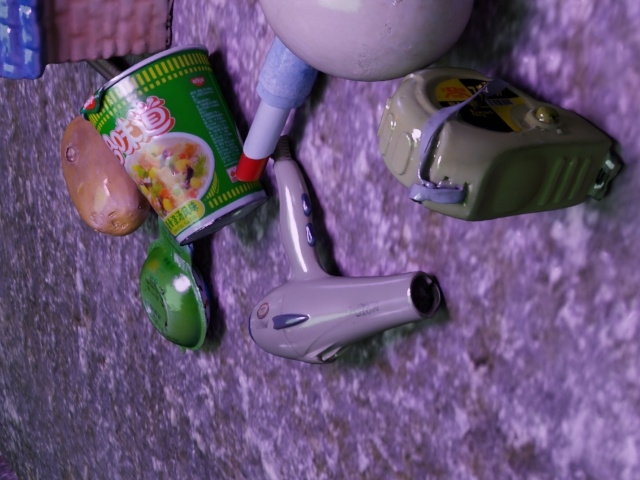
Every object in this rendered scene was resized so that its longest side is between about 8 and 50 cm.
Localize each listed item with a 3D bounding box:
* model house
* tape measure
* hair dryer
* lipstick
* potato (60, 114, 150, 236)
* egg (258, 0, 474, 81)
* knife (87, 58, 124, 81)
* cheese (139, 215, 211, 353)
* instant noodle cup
[{"bbox_3d":[-0.490,-0.486,1.279,0.445,0.399,0.395,38,136,38],"label":"model house"},{"bbox_3d":[0.141,-0.086,0.806,0.175,0.200,0.106,51,142,39],"label":"tape measure"},{"bbox_3d":[0.025,0.025,1.107,0.295,0.119,0.298,12,103,43],"label":"hair dryer"},{"bbox_3d":[-0.050,-0.182,1.098,0.061,0.068,0.274,50,134,27],"label":"lipstick"},{"bbox_3d":[-0.371,-0.115,1.516,0.150,0.146,0.234,-26,66,11],"label":"potato"},{"bbox_3d":[0.038,-0.252,0.860,0.253,0.186,0.187,25,125,43],"label":"egg"},{"bbox_3d":[-0.376,-0.305,1.518,0.365,0.043,0.089,39,167,33],"label":"knife"},{"bbox_3d":[-0.242,0.060,1.471,0.204,0.083,0.321,44,139,35],"label":"cheese"},{"bbox_3d":[-0.195,-0.123,1.240,0.207,0.207,0.233,-29,89,54],"label":"instant noodle cup"}]
